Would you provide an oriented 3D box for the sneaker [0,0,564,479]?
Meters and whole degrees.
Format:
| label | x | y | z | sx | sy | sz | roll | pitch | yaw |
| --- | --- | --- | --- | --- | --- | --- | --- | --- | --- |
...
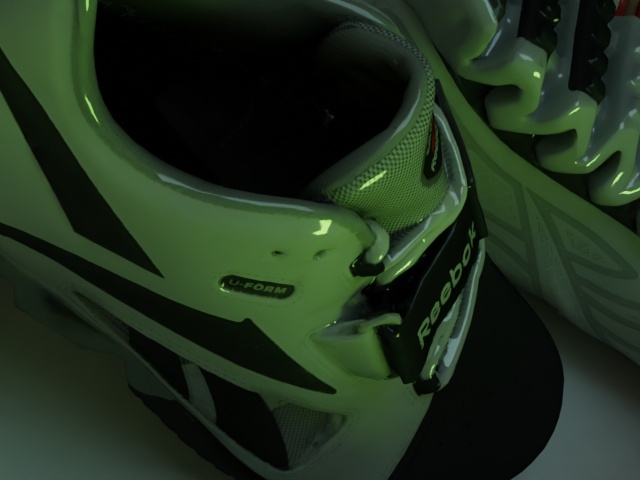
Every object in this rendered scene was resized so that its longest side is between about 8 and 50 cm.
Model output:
| label | x | y | z | sx | sy | sz | roll | pitch | yaw |
| --- | --- | --- | --- | --- | --- | --- | --- | --- | --- |
| sneaker | 0.000 | 0.000 | 0.559 | 0.330 | 0.146 | 0.122 | 31 | 57 | -39 |

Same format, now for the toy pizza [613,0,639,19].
| label | x | y | z | sx | sy | sz | roll | pitch | yaw |
| --- | --- | --- | --- | --- | --- | --- | --- | --- | --- |
| toy pizza | 0.140 | -0.117 | 0.771 | 0.201 | 0.032 | 0.201 | 1 | 84 | -9 |

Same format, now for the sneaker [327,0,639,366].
| label | x | y | z | sx | sy | sz | roll | pitch | yaw |
| --- | --- | --- | --- | --- | --- | --- | --- | --- | --- |
| sneaker | 0.114 | -0.011 | 0.711 | 0.292 | 0.118 | 0.110 | 45 | 41 | -23 |
